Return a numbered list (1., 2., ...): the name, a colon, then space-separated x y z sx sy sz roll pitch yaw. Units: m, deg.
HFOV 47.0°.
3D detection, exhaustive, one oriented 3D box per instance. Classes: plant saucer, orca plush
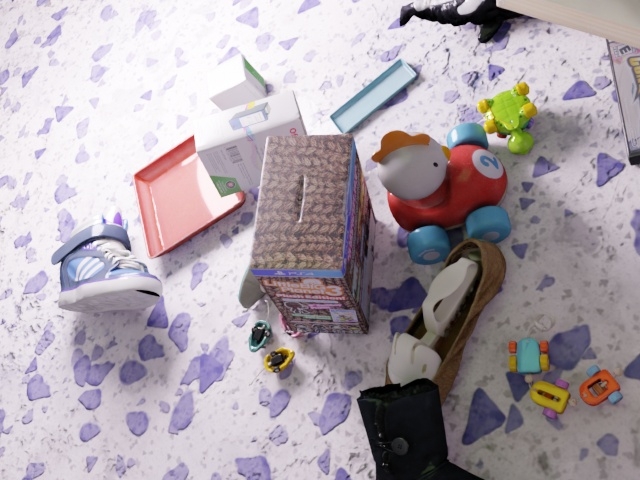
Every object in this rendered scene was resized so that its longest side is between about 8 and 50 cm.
1. plant saucer: 0.107 -0.291 1.504 0.192 0.018 0.067 -38 52 7
2. orca plush: 0.296 -0.429 1.410 0.287 0.151 0.102 -6 98 11
3. plant saucer: -0.286 -0.110 1.624 0.258 0.048 0.259 -31 52 14

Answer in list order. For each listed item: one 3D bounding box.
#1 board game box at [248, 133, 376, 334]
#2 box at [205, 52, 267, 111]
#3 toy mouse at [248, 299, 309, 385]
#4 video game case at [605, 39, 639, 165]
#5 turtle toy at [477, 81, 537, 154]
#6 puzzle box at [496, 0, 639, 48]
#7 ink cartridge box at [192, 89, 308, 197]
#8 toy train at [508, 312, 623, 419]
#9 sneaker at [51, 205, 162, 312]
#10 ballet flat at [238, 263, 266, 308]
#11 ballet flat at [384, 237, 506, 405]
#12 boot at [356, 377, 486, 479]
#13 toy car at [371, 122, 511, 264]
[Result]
1. board game box: 0.000 0.000 1.222 0.141 0.291 0.232 0 64 12
2. box: -0.187 -0.342 1.653 0.102 0.101 0.087 -23 56 19
3. toy mouse: -0.078 0.173 1.358 0.161 0.031 0.143 -31 53 13
4. video game case: 0.605 -0.270 1.182 0.248 0.035 0.275 -12 60 25
5. turtle toy: 0.336 -0.209 1.291 0.095 0.066 0.130 -21 57 20
6. puzzle box: 0.522 -0.537 1.294 0.272 0.052 0.409 26 72 23
7. ink cartridge box: -0.128 -0.190 1.470 0.212 0.154 0.093 -16 54 4
8. toy train: 0.355 0.193 1.081 0.125 0.046 0.166 -41 55 4
9. sneaker: -0.445 0.025 1.574 0.323 0.130 0.236 -12 66 41
10. ballet flat: -0.091 0.036 1.415 0.068 0.072 0.213 13 72 31
11. ballet flat: 0.182 0.139 1.161 0.116 0.124 0.342 27 81 38
12. boot: 0.170 0.305 1.050 0.246 0.094 0.207 -7 91 34
13. toy car: 0.184 -0.117 1.223 0.210 0.238 0.219 -20 57 21
